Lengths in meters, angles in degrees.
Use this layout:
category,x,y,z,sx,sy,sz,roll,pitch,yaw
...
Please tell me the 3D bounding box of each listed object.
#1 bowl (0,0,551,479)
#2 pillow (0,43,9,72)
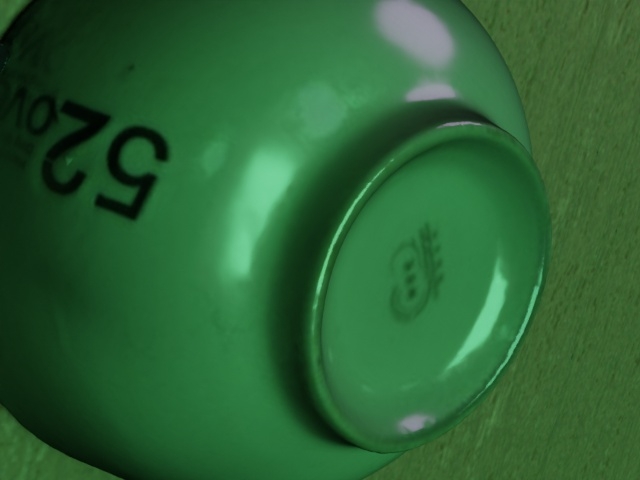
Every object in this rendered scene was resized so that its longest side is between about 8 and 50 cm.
category,x,y,z,sx,sy,sz,roll,pitch,yaw
bowl,0.000,0.000,0.607,0.354,0.185,0.354,-17,117,-37
pillow,-0.227,-0.062,0.442,0.141,0.055,0.208,-56,150,-1
